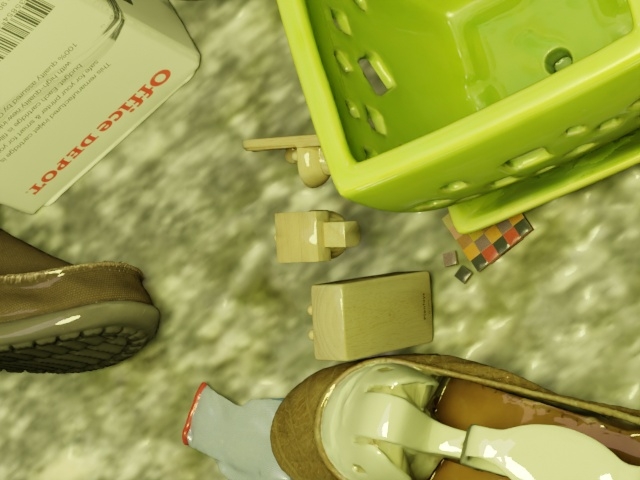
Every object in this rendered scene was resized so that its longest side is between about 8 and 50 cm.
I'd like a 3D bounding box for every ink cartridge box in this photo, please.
[{"bbox_3d":[-0.252,-0.148,1.336,0.198,0.273,0.115,-40,61,16],"label":"ink cartridge box"}]

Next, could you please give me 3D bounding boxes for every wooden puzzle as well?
[{"bbox_3d":[0.116,-0.011,1.253,0.083,0.006,0.049,-40,63,16],"label":"wooden puzzle"}]

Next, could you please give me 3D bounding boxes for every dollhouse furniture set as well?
[{"bbox_3d":[0.000,0.000,1.253,0.123,0.144,0.151,-2,93,34],"label":"dollhouse furniture set"}]

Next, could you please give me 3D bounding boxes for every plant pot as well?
[{"bbox_3d":[0.121,-0.141,1.158,0.227,0.207,0.228,-24,66,21],"label":"plant pot"}]

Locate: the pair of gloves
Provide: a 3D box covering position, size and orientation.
[{"bbox_3d":[-0.056,0.202,1.296,0.159,0.023,0.198,20,89,33],"label":"pair of gloves"}]

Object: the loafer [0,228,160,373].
[{"bbox_3d":[-0.287,0.032,1.396,0.365,0.134,0.130,-2,79,29],"label":"loafer"}]

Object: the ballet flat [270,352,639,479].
[{"bbox_3d":[0.102,0.134,1.151,0.342,0.124,0.116,12,81,27],"label":"ballet flat"}]
